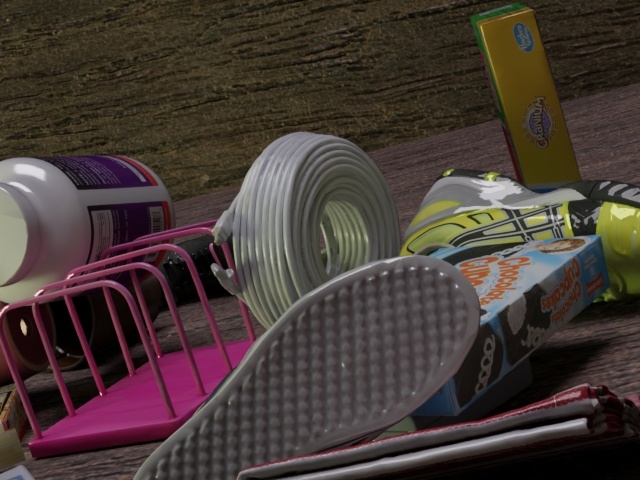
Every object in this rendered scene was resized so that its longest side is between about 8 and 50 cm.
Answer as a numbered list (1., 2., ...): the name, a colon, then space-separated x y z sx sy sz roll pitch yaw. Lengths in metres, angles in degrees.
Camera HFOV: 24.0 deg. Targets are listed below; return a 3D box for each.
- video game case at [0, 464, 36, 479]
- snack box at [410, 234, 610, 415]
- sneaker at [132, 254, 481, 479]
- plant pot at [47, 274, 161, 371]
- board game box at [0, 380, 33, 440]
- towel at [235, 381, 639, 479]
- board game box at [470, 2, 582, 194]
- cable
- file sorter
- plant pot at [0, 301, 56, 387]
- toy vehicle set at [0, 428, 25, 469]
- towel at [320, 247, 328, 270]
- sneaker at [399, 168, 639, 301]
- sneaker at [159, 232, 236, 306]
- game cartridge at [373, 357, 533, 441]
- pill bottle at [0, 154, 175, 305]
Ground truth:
1. video game case: -0.377 0.297 1.340 0.300 0.036 0.329 -20 10 -18
2. snack box: 0.116 0.074 1.380 0.187 0.060 0.322 -5 15 36
3. sneaker: -0.011 0.126 1.205 0.321 0.126 0.127 -37 -9 4
4. plant pot: -0.327 0.088 2.148 0.167 0.167 0.165 -10 3 37
5. board game box: -0.430 0.229 1.801 0.147 0.045 0.193 -17 9 -2
6. towel: 0.101 0.143 1.051 0.237 0.037 0.329 -15 -12 15
7. board game box: 0.260 -0.124 1.817 0.064 0.316 0.242 -16 9 6
8. cable: 0.000 0.000 1.728 0.089 0.257 0.257 -5 49 35
9. file sorter: -0.199 0.100 1.729 0.202 0.182 0.291 -12 10 28
10. plant pot: -0.452 0.127 1.955 0.180 0.201 0.201 -15 9 17
11. toy vehicle set: -0.450 0.262 1.532 0.267 0.035 0.166 -19 -3 -33
12. towel: -0.021 0.075 1.793 0.027 0.110 0.148 -2 16 34
13. sneaker: 0.247 0.025 1.605 0.385 0.145 0.147 5 51 47
14. sneaker: -0.195 0.048 2.304 0.147 0.104 0.296 -24 6 -29
15. game cartridge: 0.047 0.144 1.448 0.294 0.060 0.196 -7 10 46
16. pill bottle: -0.329 -0.016 1.888 0.182 0.181 0.323 -13 -2 23
